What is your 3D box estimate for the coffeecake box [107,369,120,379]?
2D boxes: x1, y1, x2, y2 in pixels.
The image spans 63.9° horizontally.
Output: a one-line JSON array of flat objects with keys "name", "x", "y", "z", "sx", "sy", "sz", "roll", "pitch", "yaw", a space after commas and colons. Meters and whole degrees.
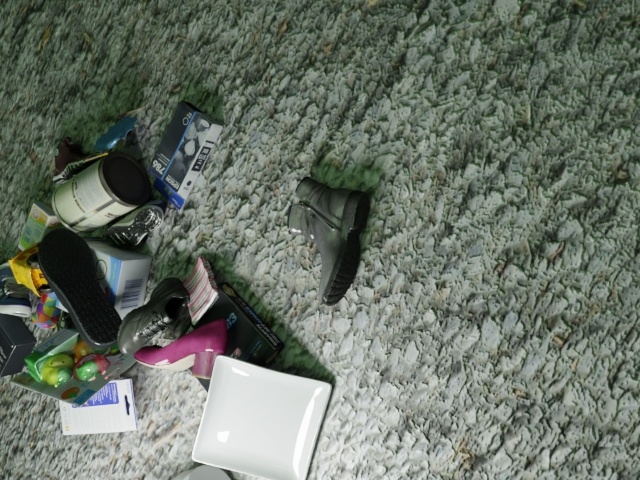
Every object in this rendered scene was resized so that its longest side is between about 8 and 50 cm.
[{"name": "coffeecake box", "x": -0.806, "y": 0.567, "z": 1.899, "sx": 0.142, "sy": 0.068, "sz": 0.186, "roll": -19, "pitch": 83, "yaw": 25}]

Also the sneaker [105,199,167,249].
[{"name": "sneaker", "x": -0.634, "y": -0.055, "z": 1.784, "sx": 0.271, "sy": 0.108, "sz": 0.100, "roll": -26, "pitch": 115, "yaw": 22}]

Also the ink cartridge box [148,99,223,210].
[{"name": "ink cartridge box", "x": -0.467, "y": -0.279, "z": 1.713, "sx": 0.165, "sy": 0.065, "sz": 0.333, "roll": 37, "pitch": 108, "yaw": 21}]

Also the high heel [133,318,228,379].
[{"name": "high heel", "x": -0.440, "y": 0.325, "z": 1.627, "sx": 0.376, "sy": 0.127, "sz": 0.182, "roll": 2, "pitch": 72, "yaw": 30}]

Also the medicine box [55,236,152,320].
[{"name": "medicine box", "x": -0.775, "y": 0.149, "z": 1.832, "sx": 0.289, "sy": 0.149, "sz": 0.264, "roll": 17, "pitch": 98, "yaw": 25}]

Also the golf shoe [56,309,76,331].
[{"name": "golf shoe", "x": -0.987, "y": 0.300, "z": 1.985, "sx": 0.093, "sy": 0.077, "sz": 0.198, "roll": 4, "pitch": 92, "yaw": 27}]

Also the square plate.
[{"name": "square plate", "x": -0.175, "y": 0.531, "z": 1.519, "sx": 0.346, "sy": 0.049, "sz": 0.344, "roll": 15, "pitch": 99, "yaw": -1}]

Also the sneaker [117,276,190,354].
[{"name": "sneaker", "x": -0.530, "y": 0.250, "z": 1.633, "sx": 0.130, "sy": 0.109, "sz": 0.286, "roll": 27, "pitch": 77, "yaw": 46}]

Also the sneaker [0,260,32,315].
[{"name": "sneaker", "x": -1.224, "y": 0.174, "z": 2.042, "sx": 0.322, "sy": 0.130, "sz": 0.237, "roll": -2, "pitch": 73, "yaw": 42}]

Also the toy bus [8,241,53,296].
[{"name": "toy bus", "x": -1.034, "y": 0.076, "z": 1.905, "sx": 0.211, "sy": 0.220, "sz": 0.150, "roll": 17, "pitch": 129, "yaw": 21}]

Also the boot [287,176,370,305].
[{"name": "boot", "x": 0.000, "y": 0.000, "z": 1.461, "sx": 0.222, "sy": 0.118, "sz": 0.339, "roll": 15, "pitch": 87, "yaw": 29}]

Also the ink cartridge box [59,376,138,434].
[{"name": "ink cartridge box", "x": -0.774, "y": 0.584, "z": 1.811, "sx": 0.370, "sy": 0.069, "sz": 0.176, "roll": -13, "pitch": 84, "yaw": 26}]

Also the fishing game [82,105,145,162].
[{"name": "fishing game", "x": -0.699, "y": -0.365, "z": 1.772, "sx": 0.189, "sy": 0.041, "sz": 0.264, "roll": -11, "pitch": 44, "yaw": 29}]

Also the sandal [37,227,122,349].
[{"name": "sandal", "x": -0.801, "y": 0.164, "z": 1.679, "sx": 0.107, "sy": 0.167, "sz": 0.446, "roll": -42, "pitch": 72, "yaw": 39}]

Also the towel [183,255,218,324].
[{"name": "towel", "x": -0.393, "y": 0.159, "z": 1.653, "sx": 0.144, "sy": 0.029, "sz": 0.197, "roll": -55, "pitch": 38, "yaw": 18}]

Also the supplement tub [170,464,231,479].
[{"name": "supplement tub", "x": -0.438, "y": 0.881, "z": 1.623, "sx": 0.325, "sy": 0.235, "sz": 0.235, "roll": -42, "pitch": 73, "yaw": 21}]

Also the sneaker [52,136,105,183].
[{"name": "sneaker", "x": -0.915, "y": -0.325, "z": 1.922, "sx": 0.281, "sy": 0.106, "sz": 0.163, "roll": -15, "pitch": 81, "yaw": 27}]

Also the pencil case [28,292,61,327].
[{"name": "pencil case", "x": -1.048, "y": 0.232, "z": 2.004, "sx": 0.104, "sy": 0.104, "sz": 0.236, "roll": 38, "pitch": 106, "yaw": 22}]

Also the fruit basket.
[{"name": "fruit basket", "x": -0.821, "y": 0.416, "z": 1.768, "sx": 0.352, "sy": 0.327, "sz": 0.166, "roll": 1, "pitch": 115, "yaw": 30}]

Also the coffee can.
[{"name": "coffee can", "x": -0.764, "y": -0.163, "z": 1.789, "sx": 0.275, "sy": 0.201, "sz": 0.202, "roll": -22, "pitch": 81, "yaw": 26}]

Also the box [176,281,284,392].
[{"name": "box", "x": -0.302, "y": 0.336, "z": 1.636, "sx": 0.293, "sy": 0.073, "sz": 0.296, "roll": 44, "pitch": 109, "yaw": 19}]

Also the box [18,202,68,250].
[{"name": "box", "x": -1.077, "y": -0.035, "z": 2.009, "sx": 0.114, "sy": 0.103, "sz": 0.203, "roll": 34, "pitch": 106, "yaw": 22}]

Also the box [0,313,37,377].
[{"name": "box", "x": -1.328, "y": 0.409, "z": 2.149, "sx": 0.261, "sy": 0.103, "sz": 0.184, "roll": 42, "pitch": 111, "yaw": 21}]
